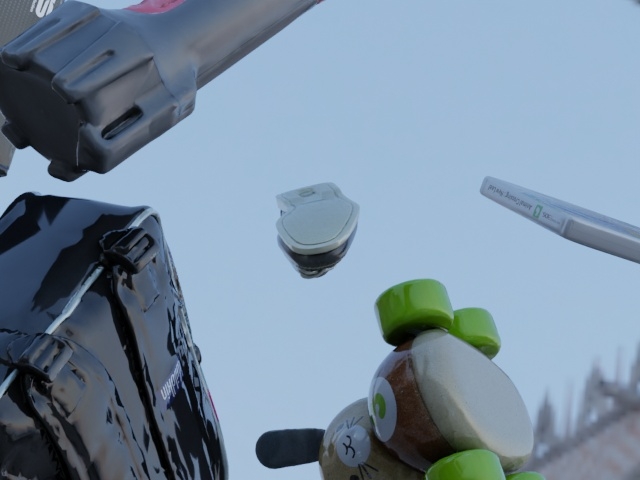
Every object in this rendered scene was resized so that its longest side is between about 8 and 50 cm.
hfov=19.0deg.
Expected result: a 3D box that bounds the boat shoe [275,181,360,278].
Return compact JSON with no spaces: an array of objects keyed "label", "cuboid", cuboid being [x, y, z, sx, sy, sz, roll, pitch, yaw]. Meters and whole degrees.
[{"label":"boat shoe","cuboid":[0.000,0.000,1.862,0.084,0.233,0.079,-9,-79,-1]}]

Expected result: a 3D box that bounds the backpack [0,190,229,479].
[{"label":"backpack","cuboid":[-0.160,0.125,1.085,0.191,0.225,0.253,1,-53,29]}]

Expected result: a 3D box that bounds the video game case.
[{"label":"video game case","cuboid":[0.282,-0.004,1.844,0.212,0.023,0.193,18,7,-23]}]

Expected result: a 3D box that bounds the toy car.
[{"label":"toy car","cuboid":[0.040,0.142,1.305,0.188,0.155,0.149,-27,-29,21]}]

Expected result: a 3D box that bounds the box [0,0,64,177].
[{"label":"box","cuboid":[-0.260,-0.163,1.272,0.045,0.190,0.184,-10,-33,45]}]

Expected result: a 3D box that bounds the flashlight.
[{"label":"flashlight","cuboid":[-0.065,-0.147,1.098,0.103,0.304,0.103,-13,-69,51]}]
